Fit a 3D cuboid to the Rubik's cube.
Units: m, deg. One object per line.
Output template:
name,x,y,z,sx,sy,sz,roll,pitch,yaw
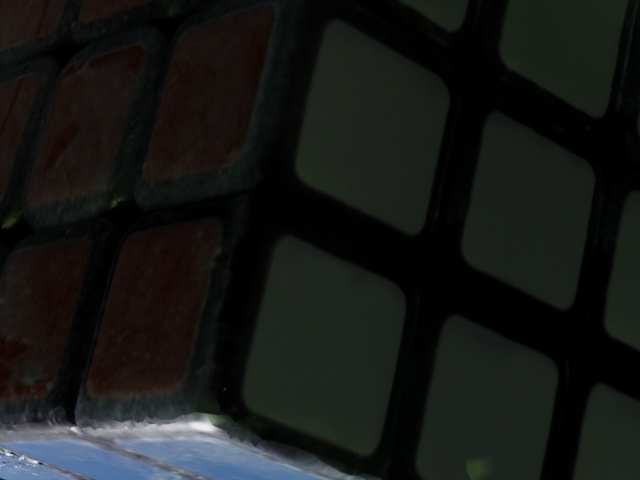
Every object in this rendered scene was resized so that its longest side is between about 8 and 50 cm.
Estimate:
Rubik's cube,0.000,0.000,0.926,0.301,0.304,0.305,26,161,-36
